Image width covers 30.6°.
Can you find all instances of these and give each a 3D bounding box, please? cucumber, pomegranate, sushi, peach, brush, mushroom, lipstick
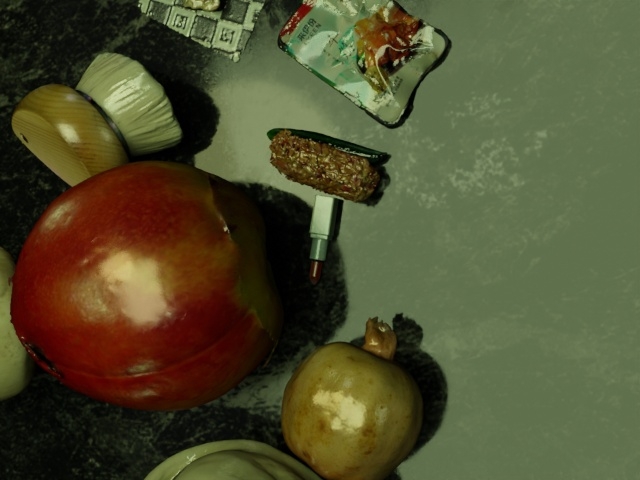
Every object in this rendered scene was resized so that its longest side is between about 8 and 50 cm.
[{"bbox_3d":[0.006,-0.137,1.693,0.184,0.036,0.033,17,91,16],"label":"cucumber"},{"bbox_3d":[0.046,0.235,1.587,0.207,0.207,0.207,-1,88,15],"label":"pomegranate"},{"bbox_3d":[-0.163,-0.402,1.745,0.192,0.040,0.210,29,96,14],"label":"sushi"},{"bbox_3d":[-0.236,0.072,1.592,0.370,0.370,0.370,-1,88,15],"label":"peach"},{"bbox_3d":[-0.345,-0.183,1.738,0.166,0.174,0.266,-43,40,-21],"label":"brush"},{"bbox_3d":[-0.480,0.117,1.742,0.234,0.254,0.260,-12,58,-27],"label":"mushroom"},{"bbox_3d":[0.000,0.000,1.692,0.030,0.030,0.129,8,90,15],"label":"lipstick"}]

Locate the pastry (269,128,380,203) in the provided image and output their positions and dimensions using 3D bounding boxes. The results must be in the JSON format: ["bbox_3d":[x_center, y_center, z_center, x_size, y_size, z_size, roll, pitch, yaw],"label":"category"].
[{"bbox_3d":[-0.002,-0.101,1.660,0.169,0.087,0.063,18,55,15],"label":"pastry"}]

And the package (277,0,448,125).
[{"bbox_3d":[0.059,-0.287,1.683,0.232,0.040,0.166,41,99,14],"label":"package"}]

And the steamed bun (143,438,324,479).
[{"bbox_3d":[-0.101,0.428,1.587,0.342,0.255,0.368,0,119,14],"label":"steamed bun"}]
